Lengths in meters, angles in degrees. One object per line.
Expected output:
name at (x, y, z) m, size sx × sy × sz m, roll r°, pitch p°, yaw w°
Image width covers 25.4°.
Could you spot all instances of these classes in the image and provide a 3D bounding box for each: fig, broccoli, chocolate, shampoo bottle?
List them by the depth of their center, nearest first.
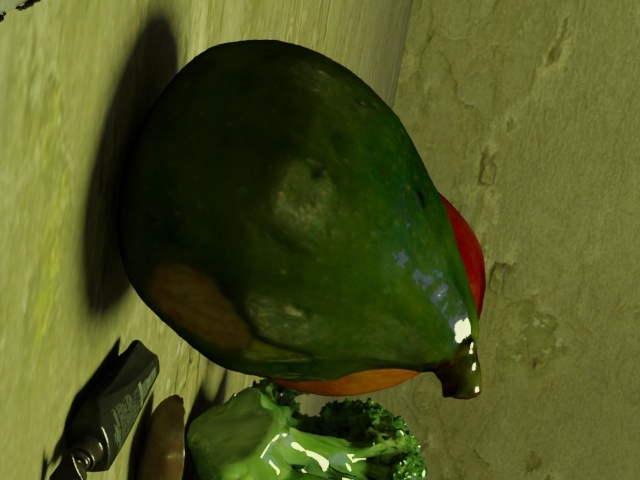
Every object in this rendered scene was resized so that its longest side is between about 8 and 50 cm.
fig at (0.000, 0.000, 0.816) m, size 0.195 × 0.244 × 0.195 m, roll -58°, pitch 169°, yaw -19°
shampoo bottle at (-0.126, 0.104, 0.833) m, size 0.137 × 0.027 × 0.048 m, roll -66°, pitch 154°, yaw -64°
chocolate at (-0.118, 0.164, 1.032) m, size 0.064 × 0.031 × 0.101 m, roll -99°, pitch -163°, yaw -50°
broccoli at (-0.031, 0.245, 1.260) m, size 0.269 × 0.261 × 0.242 m, roll -36°, pitch 131°, yaw -17°

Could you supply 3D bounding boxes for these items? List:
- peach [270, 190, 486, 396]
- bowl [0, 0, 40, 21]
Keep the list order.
peach at (0.038, 0.033, 1.244) m, size 0.243 × 0.243 × 0.200 m, roll -47°, pitch 127°, yaw -79°
bowl at (-0.095, -0.146, 0.300) m, size 0.189 × 0.086 × 0.189 m, roll 12°, pitch 90°, yaw -83°
